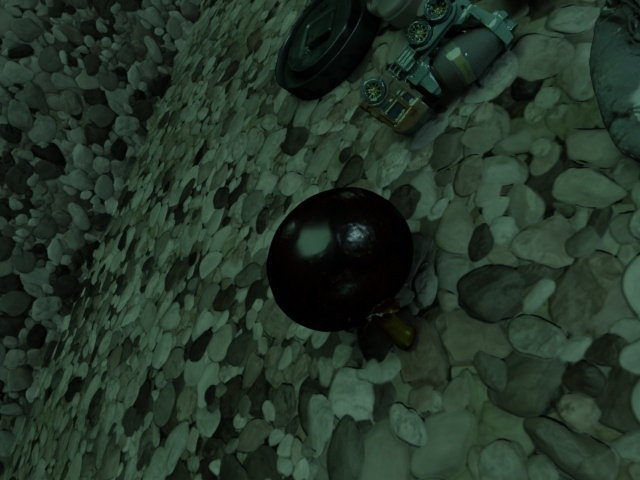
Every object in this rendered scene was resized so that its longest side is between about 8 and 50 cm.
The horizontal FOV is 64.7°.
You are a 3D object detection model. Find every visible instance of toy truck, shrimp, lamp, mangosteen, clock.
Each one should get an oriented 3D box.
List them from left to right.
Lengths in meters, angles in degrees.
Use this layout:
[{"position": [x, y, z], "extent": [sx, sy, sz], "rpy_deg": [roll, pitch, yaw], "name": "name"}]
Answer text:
[{"position": [0.013, -0.497, 1.245], "extent": [0.319, 0.066, 0.319], "rpy_deg": [-28, 49, 37], "name": "clock"}, {"position": [0.046, 0.056, 0.749], "extent": [0.235, 0.235, 0.261], "rpy_deg": [-45, 73, 21], "name": "mangosteen"}, {"position": [0.183, -0.514, 1.020], "extent": [0.179, 0.108, 0.246], "rpy_deg": [-64, 29, 2], "name": "lamp"}, {"position": [0.194, -0.290, 0.852], "extent": [0.140, 0.108, 0.257], "rpy_deg": [44, 110, 9], "name": "toy truck"}, {"position": [0.388, -0.235, 0.593], "extent": [0.145, 0.116, 0.343], "rpy_deg": [-24, 57, 39], "name": "shrimp"}]
